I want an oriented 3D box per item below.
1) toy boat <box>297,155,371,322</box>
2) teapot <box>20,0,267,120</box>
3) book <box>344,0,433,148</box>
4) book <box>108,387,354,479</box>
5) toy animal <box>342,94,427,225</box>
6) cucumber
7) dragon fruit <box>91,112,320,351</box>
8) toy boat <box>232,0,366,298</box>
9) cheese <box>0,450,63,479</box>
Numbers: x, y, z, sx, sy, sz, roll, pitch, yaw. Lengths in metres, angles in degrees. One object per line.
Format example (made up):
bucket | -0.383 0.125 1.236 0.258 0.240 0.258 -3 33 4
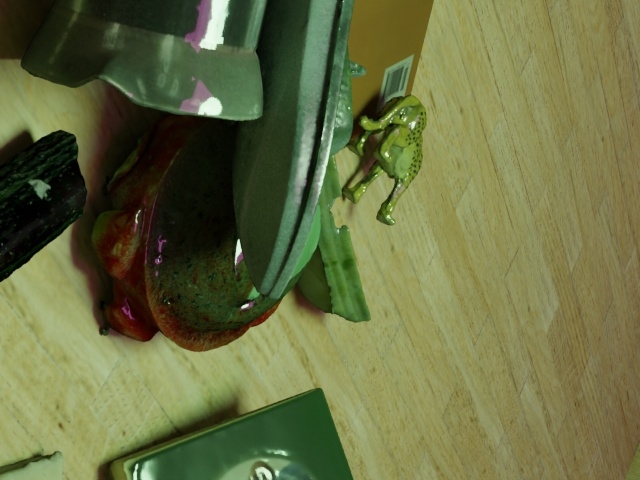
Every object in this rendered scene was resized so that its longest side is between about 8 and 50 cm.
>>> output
toy boat | 0.000 0.000 1.623 0.055 0.093 0.293 -41 141 -24
teapot | -0.104 -0.286 1.182 0.300 0.253 0.344 -50 155 -77
book | 0.073 -0.279 1.630 0.262 0.028 0.373 -31 140 -54
book | -0.041 0.356 1.476 0.260 0.043 0.370 -15 85 -38
toy animal | 0.085 -0.119 1.714 0.136 0.073 0.181 -54 158 -27
cucumber | -0.263 0.002 1.152 0.241 0.074 0.074 -46 139 -42
dragon fruit | -0.094 -0.023 1.406 0.295 0.130 0.268 -40 129 -50
toy boat | -0.020 -0.108 1.274 0.092 0.141 0.319 13 80 -23
cheese | -0.333 0.238 1.159 0.400 0.034 0.085 -10 105 -61
